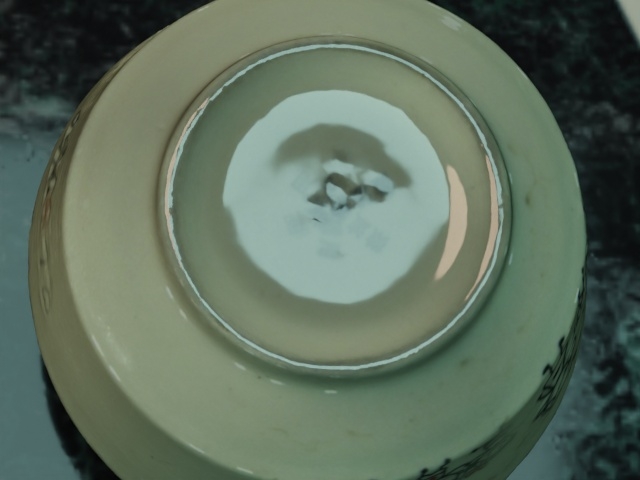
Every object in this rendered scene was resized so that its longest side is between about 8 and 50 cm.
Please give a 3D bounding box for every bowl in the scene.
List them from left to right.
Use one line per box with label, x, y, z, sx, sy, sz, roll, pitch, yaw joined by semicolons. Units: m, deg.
bowl;0.000;0.000;0.706;0.237;0.126;0.238;1;78;-4
